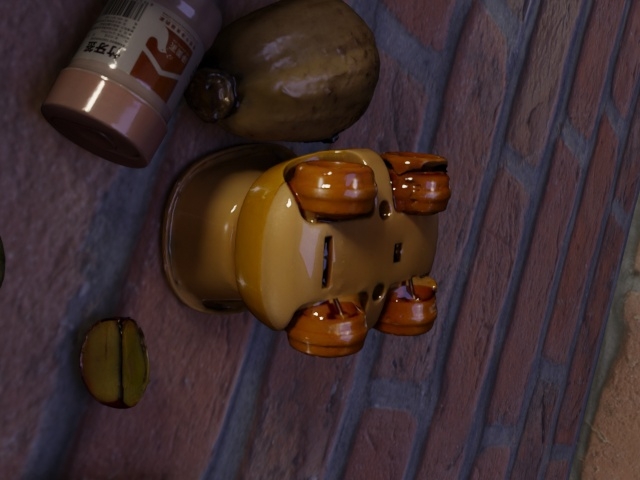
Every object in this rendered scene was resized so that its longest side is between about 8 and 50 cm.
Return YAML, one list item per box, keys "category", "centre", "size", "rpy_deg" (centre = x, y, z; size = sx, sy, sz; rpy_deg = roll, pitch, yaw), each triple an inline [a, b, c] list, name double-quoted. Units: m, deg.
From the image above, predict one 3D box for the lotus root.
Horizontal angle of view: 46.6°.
- category: "lotus root"
  centre: [-0.023, -0.174, 0.781]
  size: [0.257, 0.140, 0.154]
  rpy_deg: [-29, 115, -43]

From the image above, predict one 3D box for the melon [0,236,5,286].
- category: "melon"
  centre: [-0.298, 0.014, 0.467]
  size: [0.192, 0.139, 0.139]
  rpy_deg: [8, 93, -51]

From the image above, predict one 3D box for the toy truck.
- category: "toy truck"
  centre: [0.000, 0.000, 0.803]
  size: [0.288, 0.211, 0.204]
  rpy_deg: [-11, 109, -48]

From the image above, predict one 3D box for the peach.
- category: "peach"
  centre: [-0.197, 0.114, 0.701]
  size: [0.077, 0.050, 0.083]
  rpy_deg: [-73, 161, -48]

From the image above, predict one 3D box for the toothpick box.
- category: "toothpick box"
  centre: [-0.159, -0.150, 0.638]
  size: [0.098, 0.098, 0.149]
  rpy_deg: [44, 64, -49]
